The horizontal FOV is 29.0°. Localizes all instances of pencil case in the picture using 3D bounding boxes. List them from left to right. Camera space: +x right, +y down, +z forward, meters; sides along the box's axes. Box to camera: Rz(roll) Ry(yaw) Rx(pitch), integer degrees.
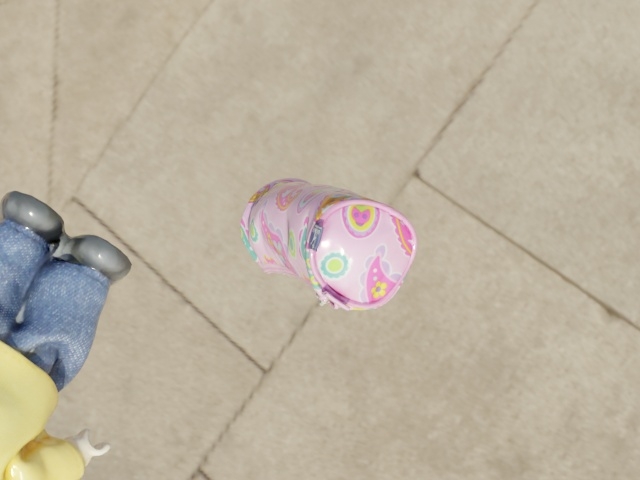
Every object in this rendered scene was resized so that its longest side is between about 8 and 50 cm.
[{"bbox_3d":[0.000,0.000,1.333,0.124,0.124,0.284,-61,20,-2],"label":"pencil case"}]

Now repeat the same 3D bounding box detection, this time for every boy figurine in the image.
[{"bbox_3d":[-0.225,0.114,0.801,0.092,0.177,0.285,-32,30,62],"label":"boy figurine"}]
